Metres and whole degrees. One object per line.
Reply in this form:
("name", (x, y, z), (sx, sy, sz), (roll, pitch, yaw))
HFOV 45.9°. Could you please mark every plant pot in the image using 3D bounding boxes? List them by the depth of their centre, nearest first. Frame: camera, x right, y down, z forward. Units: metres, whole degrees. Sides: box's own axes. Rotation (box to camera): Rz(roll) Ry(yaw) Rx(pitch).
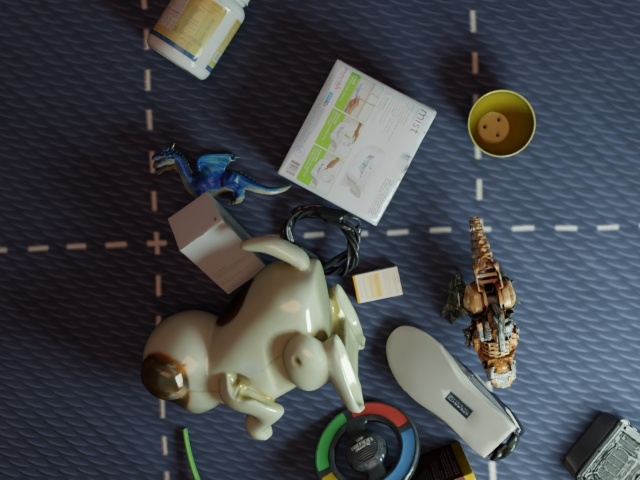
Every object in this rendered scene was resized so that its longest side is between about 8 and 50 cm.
("plant pot", (0.365, -0.237, 1.555), (0.134, 0.095, 0.134), (0, 94, 3))

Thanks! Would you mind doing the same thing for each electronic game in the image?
("electronic game", (0.095, 0.436, 1.561), (0.229, 0.229, 0.048), (-27, 132, 3))

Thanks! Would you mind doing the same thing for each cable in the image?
("cable", (0.000, 0.000, 1.600), (0.185, 0.047, 0.150), (8, 112, 20))

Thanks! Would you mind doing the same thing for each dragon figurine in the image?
("dragon figurine", (-0.214, -0.144, 1.589), (0.289, 0.085, 0.144), (-8, 93, 4))

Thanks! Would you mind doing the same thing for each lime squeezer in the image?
("lime squeezer", (-0.220, 0.553, 1.644), (0.310, 0.059, 0.110), (43, 94, 0))

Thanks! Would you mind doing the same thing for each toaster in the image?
("toaster", (0.624, 0.478, 1.578), (0.168, 0.110, 0.185), (36, 94, 0))

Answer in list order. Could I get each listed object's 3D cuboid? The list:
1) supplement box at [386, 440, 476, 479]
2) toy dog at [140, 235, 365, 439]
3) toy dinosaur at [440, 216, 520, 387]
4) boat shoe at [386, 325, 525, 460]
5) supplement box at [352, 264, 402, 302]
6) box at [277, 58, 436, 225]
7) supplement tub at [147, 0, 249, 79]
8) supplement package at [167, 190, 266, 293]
("supplement box", (0.232, 0.535, 1.556), (0.194, 0.191, 0.129), (-22, 93, 3))
("toy dog", (-0.153, 0.214, 1.491), (0.408, 0.284, 0.395), (-20, 124, 13))
("toy dinosaur", (0.344, 0.122, 1.515), (0.164, 0.218, 0.321), (12, 94, 2))
("boat shoe", (0.283, 0.321, 1.589), (0.127, 0.158, 0.340), (-46, 62, 8))
("supplement box", (0.121, 0.093, 1.613), (0.099, 0.036, 0.062), (-11, 92, 3))
("box", (0.075, -0.197, 1.554), (0.231, 0.127, 0.261), (27, 94, 0))
("supplement tub", (-0.246, -0.447, 1.544), (0.144, 0.144, 0.199), (33, 94, 0))
("supplement package", (-0.209, 0.006, 1.543), (0.105, 0.179, 0.105), (-34, 46, 4))
